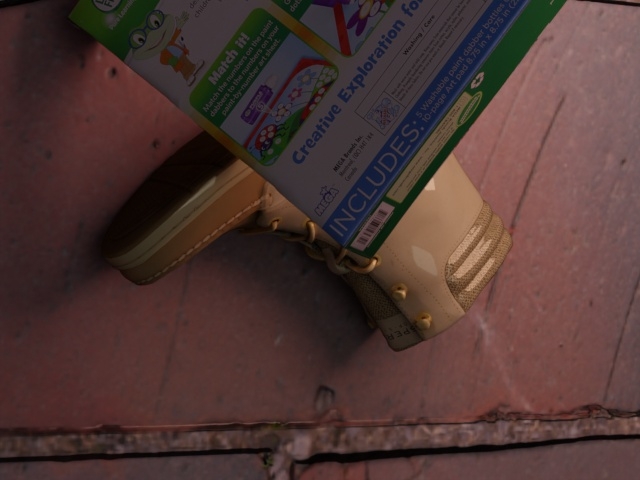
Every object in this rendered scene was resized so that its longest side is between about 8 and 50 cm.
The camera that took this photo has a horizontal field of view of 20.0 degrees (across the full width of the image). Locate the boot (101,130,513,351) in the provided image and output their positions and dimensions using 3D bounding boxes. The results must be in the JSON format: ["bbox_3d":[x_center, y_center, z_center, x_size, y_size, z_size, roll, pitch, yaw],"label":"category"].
[{"bbox_3d":[0.000,0.000,1.209,0.262,0.095,0.203,-40,113,-25],"label":"boot"}]

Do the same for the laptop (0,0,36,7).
[{"bbox_3d":[-0.047,-0.376,1.073,0.382,0.236,0.408,-16,101,-28],"label":"laptop"}]

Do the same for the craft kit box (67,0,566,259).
[{"bbox_3d":[0.009,-0.160,1.084,0.250,0.246,0.061,-52,159,7],"label":"craft kit box"}]
